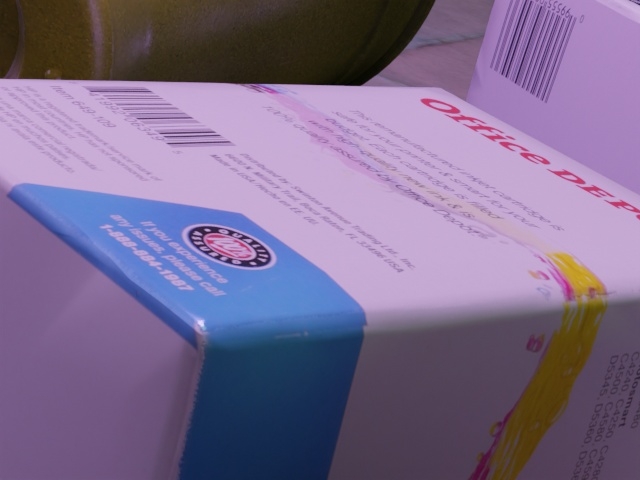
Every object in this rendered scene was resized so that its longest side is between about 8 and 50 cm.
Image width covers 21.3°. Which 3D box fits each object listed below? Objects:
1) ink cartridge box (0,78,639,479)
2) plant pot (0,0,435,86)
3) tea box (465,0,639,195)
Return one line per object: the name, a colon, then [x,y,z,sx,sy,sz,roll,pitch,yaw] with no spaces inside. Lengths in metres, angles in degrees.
ink cartridge box: [-0.011,0.064,0.630,0.270,0.197,0.198,-4,27,-41]
plant pot: [-0.147,-0.199,1.099,0.366,0.367,0.353,22,32,19]
tea box: [0.296,-0.012,1.030,0.323,0.220,0.329,5,22,-28]
